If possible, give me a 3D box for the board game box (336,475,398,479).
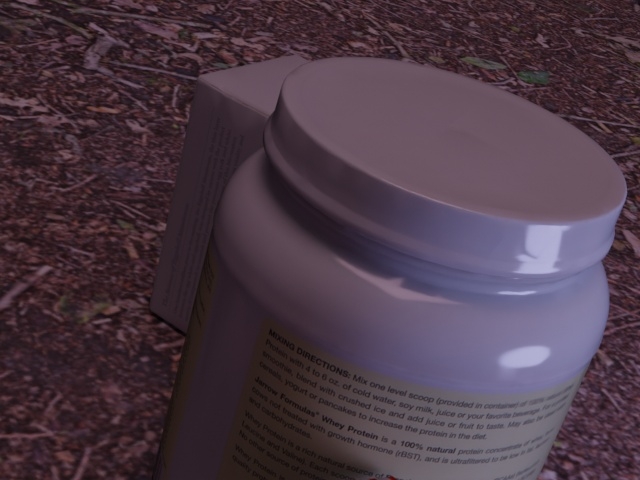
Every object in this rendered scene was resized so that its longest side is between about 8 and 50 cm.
[{"bbox_3d":[-0.030,0.216,0.551,0.147,0.193,0.045,2,7,-24],"label":"board game box"}]

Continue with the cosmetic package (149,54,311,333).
[{"bbox_3d":[0.000,0.000,0.925,0.225,0.224,0.138,31,31,24],"label":"cosmetic package"}]

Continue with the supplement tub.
[{"bbox_3d":[0.033,0.076,0.697,0.235,0.325,0.235,13,28,-7],"label":"supplement tub"}]
